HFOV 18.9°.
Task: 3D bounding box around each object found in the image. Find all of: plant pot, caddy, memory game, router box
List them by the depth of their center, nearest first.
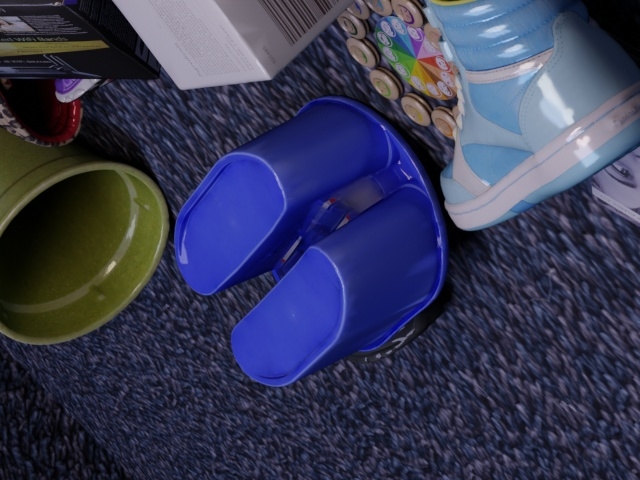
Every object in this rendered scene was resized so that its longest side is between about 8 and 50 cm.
[{"bbox_3d":[0.085,-0.162,1.751,0.186,0.012,0.186,37,158,18],"label":"memory game"},{"bbox_3d":[-0.338,-0.228,1.881,0.308,0.081,0.243,2,169,17],"label":"router box"},{"bbox_3d":[0.000,0.000,1.981,0.241,0.179,0.341,57,148,8],"label":"caddy"},{"bbox_3d":[-0.383,-0.045,2.544,0.254,0.276,0.276,42,163,40],"label":"plant pot"}]

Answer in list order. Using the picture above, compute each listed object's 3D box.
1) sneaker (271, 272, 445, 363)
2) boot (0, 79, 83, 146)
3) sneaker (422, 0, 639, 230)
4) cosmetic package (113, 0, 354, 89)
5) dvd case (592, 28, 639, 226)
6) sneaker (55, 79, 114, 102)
[{"bbox_3d":[0.024,0.054,2.155,0.286,0.109,0.130,8,132,54],"label":"sneaker"},{"bbox_3d":[-0.460,-0.275,2.376,0.284,0.138,0.377,22,146,41],"label":"boot"},{"bbox_3d":[0.145,-0.132,1.538,0.208,0.127,0.319,57,157,-1],"label":"sneaker"},{"bbox_3d":[-0.080,-0.241,1.711,0.151,0.151,0.183,53,157,-20],"label":"cosmetic package"},{"bbox_3d":[0.289,-0.061,1.557,0.164,0.018,0.221,34,157,26],"label":"dvd case"},{"bbox_3d":[-0.274,-0.215,2.274,0.071,0.068,0.170,61,149,-2],"label":"sneaker"}]
